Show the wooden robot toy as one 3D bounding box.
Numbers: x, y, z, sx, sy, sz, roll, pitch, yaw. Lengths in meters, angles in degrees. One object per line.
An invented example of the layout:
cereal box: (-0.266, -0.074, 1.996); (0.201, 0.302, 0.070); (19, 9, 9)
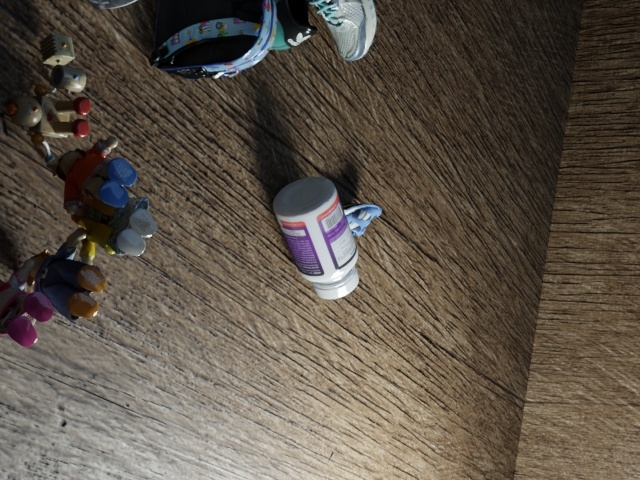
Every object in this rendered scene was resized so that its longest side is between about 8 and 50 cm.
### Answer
wooden robot toy: (-0.312, -0.152, 1.089); (0.079, 0.076, 0.173); (5, 86, -49)

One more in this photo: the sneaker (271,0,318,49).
sneaker: (-0.053, -0.444, 1.473); (0.108, 0.121, 0.302); (-9, 98, -58)

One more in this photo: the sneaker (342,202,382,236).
sneaker: (0.061, -0.038, 1.762); (0.144, 0.053, 0.059); (-12, 101, -51)

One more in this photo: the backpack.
backpack: (-0.130, -0.296, 1.292); (0.117, 0.173, 0.158); (10, 81, -60)

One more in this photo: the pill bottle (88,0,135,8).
pill bottle: (-0.274, -0.391, 1.079); (0.245, 0.130, 0.130); (55, 46, -47)

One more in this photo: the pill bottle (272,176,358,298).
pill bottle: (0.000, 0.000, 1.597); (0.108, 0.108, 0.193); (-58, 139, -42)

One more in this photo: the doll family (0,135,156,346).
doll family: (-0.270, 0.016, 1.053); (0.118, 0.163, 0.263); (39, 77, -35)

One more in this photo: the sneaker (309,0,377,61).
sneaker: (0.004, -0.430, 1.622); (0.122, 0.110, 0.283); (-34, 120, -34)
